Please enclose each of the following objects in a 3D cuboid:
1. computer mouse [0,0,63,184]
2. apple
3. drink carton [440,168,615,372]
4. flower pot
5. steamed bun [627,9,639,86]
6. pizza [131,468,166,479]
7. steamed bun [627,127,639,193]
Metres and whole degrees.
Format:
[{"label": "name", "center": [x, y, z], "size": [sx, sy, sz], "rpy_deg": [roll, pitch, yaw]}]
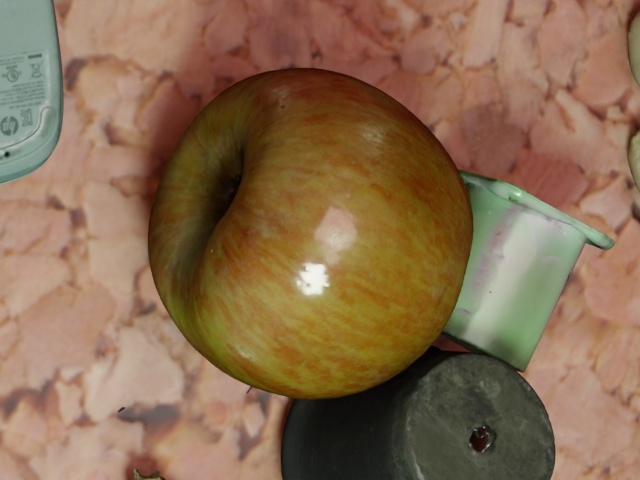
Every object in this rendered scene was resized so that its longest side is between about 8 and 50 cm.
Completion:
[{"label": "computer mouse", "center": [-0.288, -0.183, 1.509], "size": [0.159, 0.097, 0.288], "rpy_deg": [-14, 107, -28]}, {"label": "apple", "center": [0.000, 0.000, 1.569], "size": [0.264, 0.264, 0.264], "rpy_deg": [0, 90, -28]}, {"label": "drink carton", "center": [0.156, 0.031, 1.720], "size": [0.144, 0.146, 0.142], "rpy_deg": [25, 87, -25]}, {"label": "flower pot", "center": [0.101, 0.180, 1.648], "size": [0.235, 0.148, 0.235], "rpy_deg": [8, 71, -24]}, {"label": "steamed bun", "center": [0.356, -0.187, 1.845], "size": [0.130, 0.091, 0.112], "rpy_deg": [4, 86, -27]}, {"label": "pizza", "center": [-0.093, 0.300, 1.614], "size": [0.226, 0.069, 0.147], "rpy_deg": [35, 50, -21]}, {"label": "steamed bun", "center": [0.419, -0.049, 1.870], "size": [0.212, 0.110, 0.231], "rpy_deg": [-39, 110, -23]}]
